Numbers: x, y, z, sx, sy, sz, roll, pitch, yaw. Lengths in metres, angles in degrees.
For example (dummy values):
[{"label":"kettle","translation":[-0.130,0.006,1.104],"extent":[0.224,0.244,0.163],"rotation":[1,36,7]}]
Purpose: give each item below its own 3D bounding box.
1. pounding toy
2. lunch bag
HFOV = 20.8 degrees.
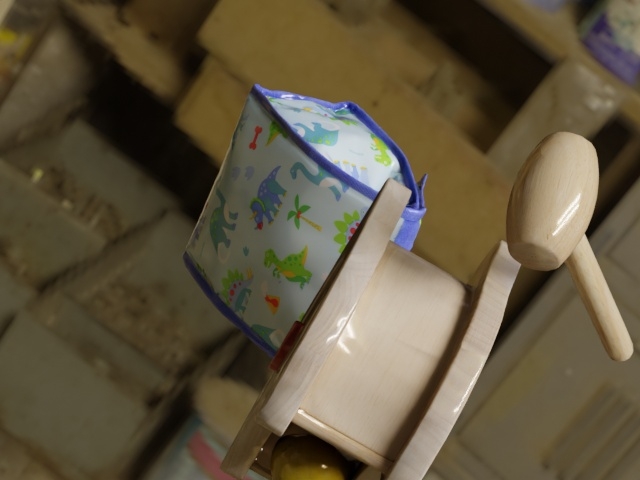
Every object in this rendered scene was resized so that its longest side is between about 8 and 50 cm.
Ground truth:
[{"label":"pounding toy","translation":[0.055,0.076,0.836],"extent":[0.155,0.269,0.154],"rotation":[29,54,-1]},{"label":"lunch bag","translation":[0.000,0.000,1.015],"extent":[0.096,0.128,0.151],"rotation":[8,26,-31]}]
